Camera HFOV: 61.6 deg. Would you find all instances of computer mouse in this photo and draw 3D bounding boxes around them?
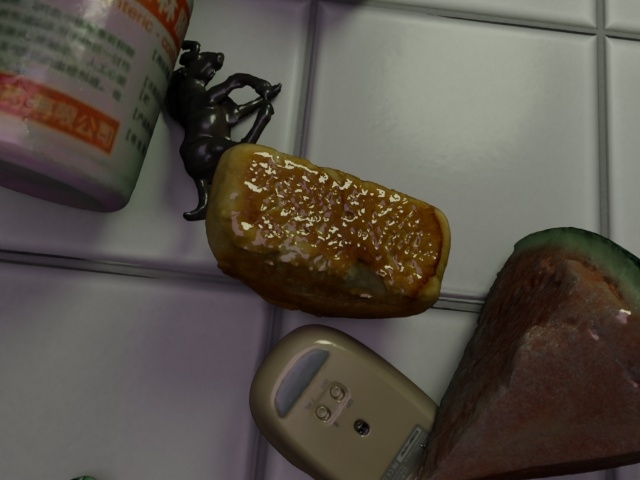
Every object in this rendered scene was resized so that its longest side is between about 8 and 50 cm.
[{"bbox_3d":[0.035,0.194,0.573,0.236,0.082,0.145,37,77,-5],"label":"computer mouse"}]

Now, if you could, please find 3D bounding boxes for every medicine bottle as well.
[{"bbox_3d":[-0.261,-0.243,0.587,0.219,0.219,0.389,14,77,0],"label":"medicine bottle"}]

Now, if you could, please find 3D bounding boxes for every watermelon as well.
[{"bbox_3d":[0.263,0.160,0.511,0.250,0.283,0.293,29,89,8],"label":"watermelon"}]

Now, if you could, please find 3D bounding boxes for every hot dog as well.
[{"bbox_3d":[0.000,0.000,0.580,0.256,0.153,0.151,17,72,-13],"label":"hot dog"}]

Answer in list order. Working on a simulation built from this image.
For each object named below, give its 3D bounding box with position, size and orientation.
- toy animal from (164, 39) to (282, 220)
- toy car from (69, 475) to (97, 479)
[{"bbox_3d":[-0.119,-0.134,0.652,0.148,0.084,0.233,-8,75,8],"label":"toy animal"},{"bbox_3d":[-0.223,0.307,0.551,0.142,0.055,0.069,35,77,19],"label":"toy car"}]
